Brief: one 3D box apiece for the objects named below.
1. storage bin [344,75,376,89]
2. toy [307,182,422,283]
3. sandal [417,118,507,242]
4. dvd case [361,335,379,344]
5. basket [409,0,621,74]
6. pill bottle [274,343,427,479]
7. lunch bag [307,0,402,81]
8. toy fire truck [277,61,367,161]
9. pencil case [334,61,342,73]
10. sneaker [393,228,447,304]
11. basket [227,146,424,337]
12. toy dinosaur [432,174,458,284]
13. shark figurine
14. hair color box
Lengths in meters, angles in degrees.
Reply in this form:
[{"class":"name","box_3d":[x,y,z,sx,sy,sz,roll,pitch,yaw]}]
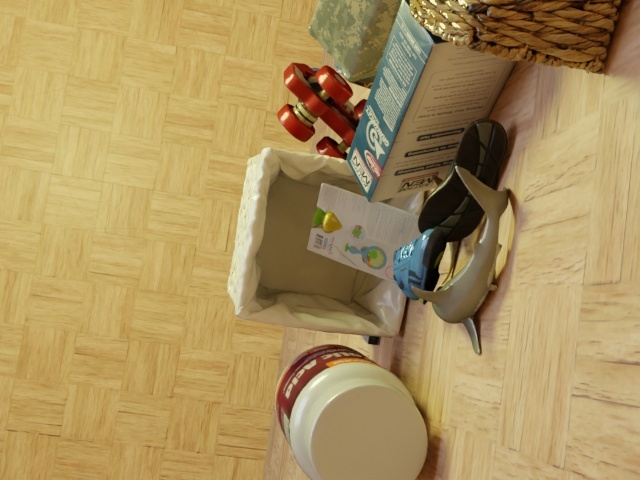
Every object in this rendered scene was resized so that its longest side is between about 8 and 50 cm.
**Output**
[{"class":"storage bin","box_3d":[0.133,-0.411,2.033,0.091,0.135,0.098,127,153,-52]},{"class":"toy","box_3d":[0.103,-0.010,1.548,0.056,0.237,0.137,-48,-26,-62]},{"class":"sandal","box_3d":[0.217,-0.089,1.295,0.060,0.090,0.219,-56,-14,-58]},{"class":"dvd case","box_3d":[0.119,0.096,1.914,0.179,0.029,0.239,-143,62,-80]},{"class":"basket","box_3d":[0.229,-0.354,1.033,0.299,0.213,0.223,-99,19,-63]},{"class":"pill bottle","box_3d":[0.046,0.313,1.517,0.392,0.224,0.224,179,100,-81]},{"class":"lunch bag","box_3d":[0.152,-0.434,1.482,0.169,0.287,0.235,55,148,22]},{"class":"toy fire truck","box_3d":[0.026,-0.323,2.117,0.169,0.302,0.254,-44,21,18]},{"class":"pencil case","box_3d":[0.114,-0.577,2.311,0.119,0.133,0.306,19,-101,-65]},{"class":"sneaker","box_3d":[0.146,0.034,1.357,0.069,0.082,0.209,-54,-16,-20]},{"class":"basket","box_3d":[0.000,0.000,1.729,0.266,0.331,0.328,-156,76,-78]},{"class":"toy dinosaur","box_3d":[0.214,-0.019,1.395,0.092,0.053,0.183,5,-101,-85]},{"class":"shark figurine","box_3d":[0.191,0.046,1.228,0.166,0.116,0.278,-92,12,-45]},{"class":"hair color box","box_3d":[0.171,-0.217,1.342,0.105,0.174,0.347,63,153,29]}]
